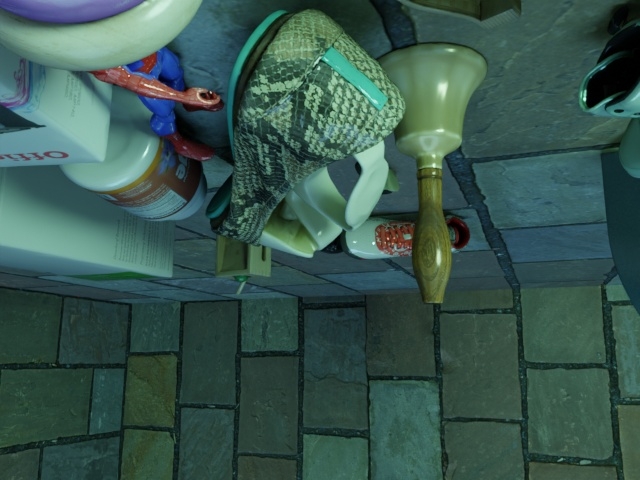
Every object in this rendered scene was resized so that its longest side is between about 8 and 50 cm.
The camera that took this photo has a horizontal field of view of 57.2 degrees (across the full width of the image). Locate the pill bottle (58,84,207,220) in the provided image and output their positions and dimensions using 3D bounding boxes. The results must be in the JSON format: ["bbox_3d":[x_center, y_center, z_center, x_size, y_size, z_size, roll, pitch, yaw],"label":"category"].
[{"bbox_3d":[-0.218,-0.093,0.727,0.121,0.121,0.216,-1,169,8],"label":"pill bottle"}]

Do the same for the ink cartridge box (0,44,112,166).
[{"bbox_3d":[-0.311,-0.155,0.402,0.226,0.131,0.306,-1,167,6],"label":"ink cartridge box"}]

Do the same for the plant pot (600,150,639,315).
[{"bbox_3d":[0.519,0.008,0.738,0.248,0.252,0.247,0,-174,3],"label":"plant pot"}]

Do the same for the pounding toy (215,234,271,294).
[{"bbox_3d":[-0.177,0.049,1.367,0.130,0.141,0.100,-8,166,35],"label":"pounding toy"}]

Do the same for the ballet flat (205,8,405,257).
[{"bbox_3d":[-0.031,-0.067,0.674,0.182,0.164,0.483,36,161,-4],"label":"ballet flat"}]

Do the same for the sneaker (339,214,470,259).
[{"bbox_3d":[0.183,-0.012,1.205,0.270,0.090,0.145,4,168,-33],"label":"sneaker"}]

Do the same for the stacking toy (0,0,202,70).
[{"bbox_3d":[-0.126,-0.206,0.195,0.141,0.141,0.330,1,162,-3],"label":"stacking toy"}]

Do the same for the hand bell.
[{"bbox_3d":[0.109,-0.057,0.592,0.126,0.242,0.126,1,168,0],"label":"hand bell"}]

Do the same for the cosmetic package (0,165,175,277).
[{"bbox_3d":[-0.427,-0.030,0.959,0.197,0.155,0.365,-4,169,25],"label":"cosmetic package"}]

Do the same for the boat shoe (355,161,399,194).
[{"bbox_3d":[0.080,-0.095,0.891,0.042,0.049,0.133,-14,168,23],"label":"boat shoe"}]

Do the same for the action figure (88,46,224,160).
[{"bbox_3d":[-0.118,-0.151,0.522,0.139,0.091,0.280,5,171,11],"label":"action figure"}]

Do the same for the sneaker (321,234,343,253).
[{"bbox_3d":[0.000,-0.003,1.338,0.170,0.051,0.089,8,171,-18],"label":"sneaker"}]

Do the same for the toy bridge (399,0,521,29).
[{"bbox_3d":[0.074,-0.201,0.428,0.188,0.026,0.063,12,165,-43],"label":"toy bridge"}]

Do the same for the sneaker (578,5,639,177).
[{"bbox_3d":[0.309,-0.135,0.570,0.151,0.094,0.256,-6,159,0],"label":"sneaker"}]
